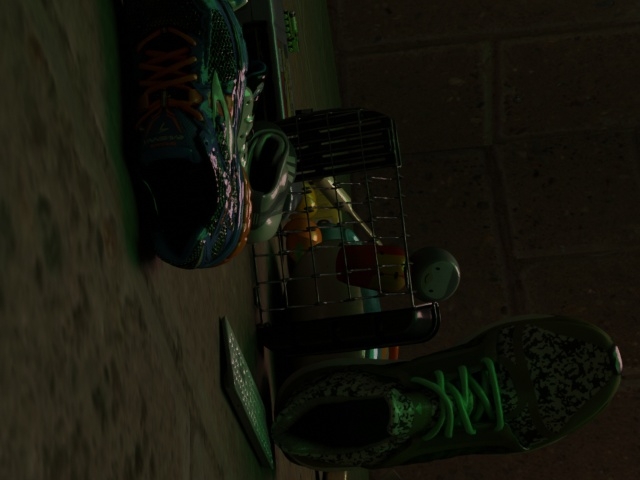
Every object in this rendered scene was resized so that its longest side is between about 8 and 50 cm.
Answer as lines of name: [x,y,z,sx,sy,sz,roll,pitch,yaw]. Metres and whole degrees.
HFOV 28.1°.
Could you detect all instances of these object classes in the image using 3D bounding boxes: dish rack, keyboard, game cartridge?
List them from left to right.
keyboard: [-0.071,0.157,1.271,0.256,0.014,0.072,78,8,-62]
game cartridge: [-0.064,-0.174,1.580,0.196,0.060,0.294,-96,180,-84]
dish rack: [0.014,-0.009,1.436,0.074,0.208,0.271,4,78,-70]

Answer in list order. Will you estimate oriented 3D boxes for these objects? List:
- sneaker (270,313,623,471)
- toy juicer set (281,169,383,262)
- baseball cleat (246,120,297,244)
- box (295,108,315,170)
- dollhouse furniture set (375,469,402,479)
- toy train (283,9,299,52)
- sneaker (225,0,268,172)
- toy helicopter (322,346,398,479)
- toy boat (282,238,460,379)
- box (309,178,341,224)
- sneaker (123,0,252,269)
sneaker: [0.127,0.186,1.394,0.182,0.410,0.158,-10,85,-77]
toy juicer set: [0.000,0.000,1.931,0.209,0.089,0.329,56,19,-14]
baseball cleat: [-0.052,-0.086,1.327,0.206,0.072,0.109,-91,-166,-52]
box: [-0.033,-0.155,1.981,0.062,0.052,0.083,-84,169,-66]
dollhouse furniture set: [0.152,0.519,1.558,0.394,0.362,0.256,46,-18,43]
toy train: [-0.051,-0.364,2.220,0.017,0.023,0.083,-91,174,-52]
sneaker: [-0.079,-0.090,0.992,0.085,0.086,0.237,-92,177,-58]
toy helicopter: [0.027,0.255,2.020,0.235,0.140,0.355,-121,-145,-78]
toy boat: [0.054,0.100,1.608,0.318,0.148,0.267,123,-31,-54]
box: [0.011,-0.010,2.382,0.232,0.058,0.087,-92,175,-47]
sneaker: [-0.091,-0.082,0.859,0.087,0.083,0.221,-53,134,-73]
